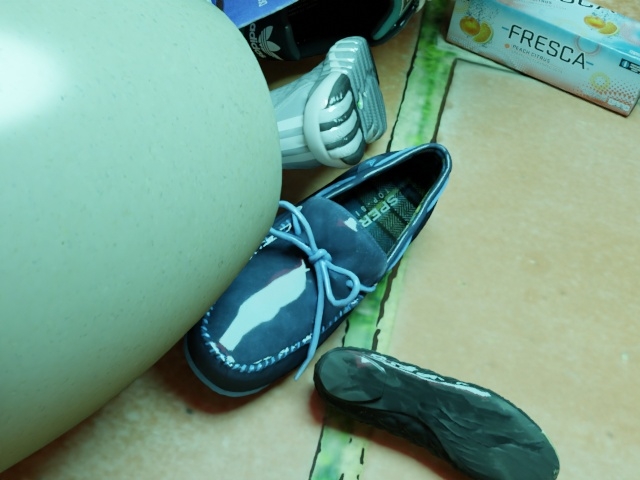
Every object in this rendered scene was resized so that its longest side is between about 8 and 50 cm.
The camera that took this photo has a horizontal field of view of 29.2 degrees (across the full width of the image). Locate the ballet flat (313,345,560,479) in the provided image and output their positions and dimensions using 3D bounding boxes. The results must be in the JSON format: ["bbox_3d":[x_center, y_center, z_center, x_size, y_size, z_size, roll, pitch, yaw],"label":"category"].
[{"bbox_3d":[0.077,0.113,0.807,0.173,0.049,0.057,25,89,6],"label":"ballet flat"}]

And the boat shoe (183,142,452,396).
[{"bbox_3d":[0.000,0.000,0.852,0.109,0.089,0.258,42,51,-3],"label":"boat shoe"}]

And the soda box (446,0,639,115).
[{"bbox_3d":[0.209,-0.183,1.100,0.183,0.063,0.058,25,47,13],"label":"soda box"}]

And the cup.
[{"bbox_3d":[-0.164,-0.043,0.727,0.237,0.331,0.331,-17,52,-31],"label":"cup"}]

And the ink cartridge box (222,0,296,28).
[{"bbox_3d":[0.048,-0.306,1.008,0.307,0.072,0.303,-19,32,5],"label":"ink cartridge box"}]

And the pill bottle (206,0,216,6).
[{"bbox_3d":[-0.159,-0.209,0.983,0.153,0.153,0.264,4,38,-7],"label":"pill bottle"}]

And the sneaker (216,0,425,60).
[{"bbox_3d":[0.063,-0.230,1.050,0.302,0.108,0.121,-31,37,-14],"label":"sneaker"}]

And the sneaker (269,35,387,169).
[{"bbox_3d":[-0.026,-0.099,0.944,0.132,0.086,0.228,-11,11,13],"label":"sneaker"}]
